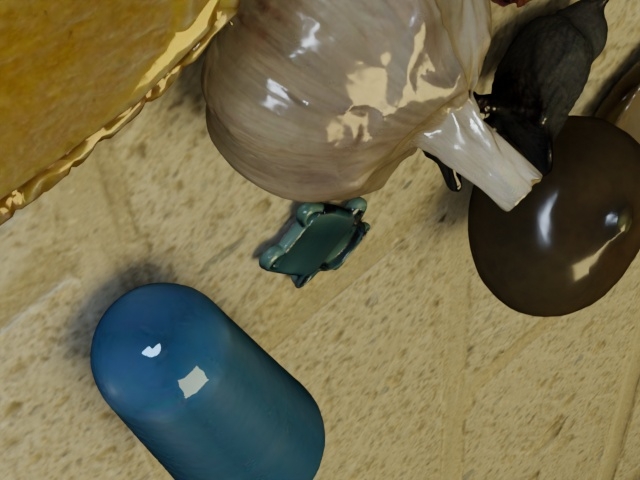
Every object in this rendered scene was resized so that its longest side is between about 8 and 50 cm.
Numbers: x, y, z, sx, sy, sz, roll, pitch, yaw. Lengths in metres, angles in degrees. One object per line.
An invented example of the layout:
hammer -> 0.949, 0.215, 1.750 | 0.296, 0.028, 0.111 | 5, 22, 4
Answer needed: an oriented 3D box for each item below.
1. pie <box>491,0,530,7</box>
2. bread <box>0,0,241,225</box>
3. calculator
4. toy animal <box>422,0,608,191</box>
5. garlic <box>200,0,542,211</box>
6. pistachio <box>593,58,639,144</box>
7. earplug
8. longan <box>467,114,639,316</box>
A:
pie -> 0.182, -0.245, 1.194 | 0.204, 0.054, 0.219 | -46, 169, 23
bread -> -0.162, -0.122, 0.757 | 0.253, 0.142, 0.227 | -37, 157, -13
calculator -> 0.000, 0.000, 1.383 | 0.094, 0.019, 0.141 | -51, 158, 13
toy animal -> 0.184, -0.127, 1.369 | 0.210, 0.117, 0.121 | -35, 148, -20
garlic -> 0.047, -0.094, 1.068 | 0.218, 0.212, 0.218 | -44, 161, -19
pistachio -> 0.357, -0.128, 1.659 | 0.223, 0.126, 0.152 | -45, 124, 10
earplug -> -0.092, 0.116, 1.288 | 0.132, 0.132, 0.273 | -44, 153, -6
longan -> 0.215, -0.022, 1.526 | 0.189, 0.189, 0.189 | -37, 155, -20
